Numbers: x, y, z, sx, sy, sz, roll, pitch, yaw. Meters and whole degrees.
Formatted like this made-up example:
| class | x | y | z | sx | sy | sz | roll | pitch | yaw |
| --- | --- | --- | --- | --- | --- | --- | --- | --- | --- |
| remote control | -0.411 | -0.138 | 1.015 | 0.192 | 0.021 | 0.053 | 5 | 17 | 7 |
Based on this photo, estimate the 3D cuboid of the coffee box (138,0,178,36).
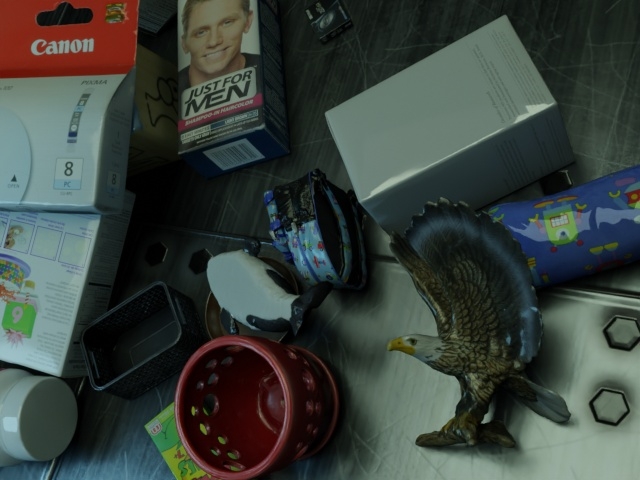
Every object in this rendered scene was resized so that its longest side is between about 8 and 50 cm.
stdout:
| class | x | y | z | sx | sy | sz | roll | pitch | yaw |
| --- | --- | --- | --- | --- | --- | --- | --- | --- | --- |
| coffee box | -0.296 | -0.563 | 1.568 | 0.297 | 0.119 | 0.168 | -34 | 56 | 37 |

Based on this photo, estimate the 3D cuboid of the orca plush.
| class | x | y | z | sx | sy | sz | roll | pitch | yaw |
| --- | --- | --- | --- | --- | --- | --- | --- | --- | --- |
| orca plush | -0.063 | 0.072 | 1.208 | 0.287 | 0.102 | 0.151 | -7 | 78 | 54 |

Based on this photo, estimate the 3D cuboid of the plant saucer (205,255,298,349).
| class | x | y | z | sx | sy | sz | roll | pitch | yaw |
| --- | --- | --- | --- | --- | --- | --- | --- | --- | --- |
| plant saucer | -0.106 | 0.108 | 1.298 | 0.168 | 0.029 | 0.168 | -11 | 64 | 22 |

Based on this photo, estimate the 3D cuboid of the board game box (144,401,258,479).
| class | x | y | z | sx | sy | sz | roll | pitch | yaw |
| --- | --- | --- | --- | --- | --- | --- | --- | --- | --- |
| board game box | -0.181 | 0.321 | 1.219 | 0.092 | 0.043 | 0.181 | -39 | 54 | -7 |

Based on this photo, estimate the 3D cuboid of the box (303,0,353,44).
| class | x | y | z | sx | sy | sz | roll | pitch | yaw |
| --- | --- | --- | --- | --- | --- | --- | --- | --- | --- |
| box | 0.014 | -0.405 | 1.470 | 0.067 | 0.018 | 0.083 | -30 | 59 | 11 |

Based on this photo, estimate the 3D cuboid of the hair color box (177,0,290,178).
| class | x | y | z | sx | sy | sz | roll | pitch | yaw |
| --- | --- | --- | --- | --- | --- | --- | --- | --- | --- |
| hair color box | -0.162 | -0.302 | 1.459 | 0.174 | 0.105 | 0.347 | -15 | 62 | 19 |

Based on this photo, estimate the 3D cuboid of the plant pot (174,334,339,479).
| class | x | y | z | sx | sy | sz | roll | pitch | yaw |
| --- | --- | --- | --- | --- | --- | --- | --- | --- | --- |
| plant pot | -0.081 | 0.228 | 1.132 | 0.191 | 0.174 | 0.191 | -3 | 82 | 26 |

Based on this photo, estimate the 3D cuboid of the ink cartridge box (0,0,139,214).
| class | x | y | z | sx | sy | sz | roll | pitch | yaw |
| --- | --- | --- | --- | --- | --- | --- | --- | --- | --- |
| ink cartridge box | -0.459 | -0.238 | 1.328 | 0.308 | 0.091 | 0.385 | 2 | 86 | 20 |

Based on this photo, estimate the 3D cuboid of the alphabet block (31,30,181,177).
| class | x | y | z | sx | sy | sz | roll | pitch | yaw |
| --- | --- | --- | --- | --- | --- | --- | --- | --- | --- |
| alphabet block | -0.368 | -0.231 | 1.448 | 0.193 | 0.197 | 0.192 | -14 | 79 | 18 |

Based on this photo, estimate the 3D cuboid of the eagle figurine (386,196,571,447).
| class | x | y | z | sx | sy | sz | roll | pitch | yaw |
| --- | --- | --- | --- | --- | --- | --- | --- | --- | --- |
| eagle figurine | 0.182 | 0.112 | 1.038 | 0.226 | 0.225 | 0.298 | -9 | 72 | 34 |

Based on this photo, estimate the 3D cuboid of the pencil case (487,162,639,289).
| class | x | y | z | sx | sy | sz | roll | pitch | yaw |
| --- | --- | --- | --- | --- | --- | --- | --- | --- | --- |
| pencil case | 0.361 | -0.024 | 1.074 | 0.306 | 0.119 | 0.133 | -19 | 78 | 17 |

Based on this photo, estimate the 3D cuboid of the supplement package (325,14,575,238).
| class | x | y | z | sx | sy | sz | roll | pitch | yaw |
| --- | --- | --- | --- | --- | --- | --- | --- | --- | --- |
| supplement package | 0.187 | -0.151 | 1.181 | 0.293 | 0.177 | 0.175 | -27 | 60 | 12 |

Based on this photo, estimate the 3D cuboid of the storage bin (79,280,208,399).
| class | x | y | z | sx | sy | sz | roll | pitch | yaw |
| --- | --- | --- | --- | --- | --- | --- | --- | --- | --- |
| storage bin | -0.290 | 0.166 | 1.329 | 0.180 | 0.084 | 0.122 | -32 | 58 | 9 |

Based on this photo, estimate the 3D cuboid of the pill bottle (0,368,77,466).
| class | x | y | z | sx | sy | sz | roll | pitch | yaw |
| --- | --- | --- | --- | --- | --- | --- | --- | --- | --- |
| pill bottle | -0.563 | 0.295 | 1.359 | 0.283 | 0.160 | 0.160 | -4 | 67 | 24 |

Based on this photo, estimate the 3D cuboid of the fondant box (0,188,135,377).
| class | x | y | z | sx | sy | sz | roll | pitch | yaw |
| --- | --- | --- | --- | --- | --- | --- | --- | --- | --- |
| fondant box | -0.481 | 0.047 | 1.401 | 0.238 | 0.096 | 0.330 | 12 | 85 | 18 |

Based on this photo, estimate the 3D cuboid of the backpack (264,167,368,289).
| class | x | y | z | sx | sy | sz | roll | pitch | yaw |
| --- | --- | --- | --- | --- | --- | --- | --- | --- | --- |
| backpack | 0.000 | 0.000 | 1.224 | 0.117 | 0.158 | 0.173 | -21 | 70 | 21 |
